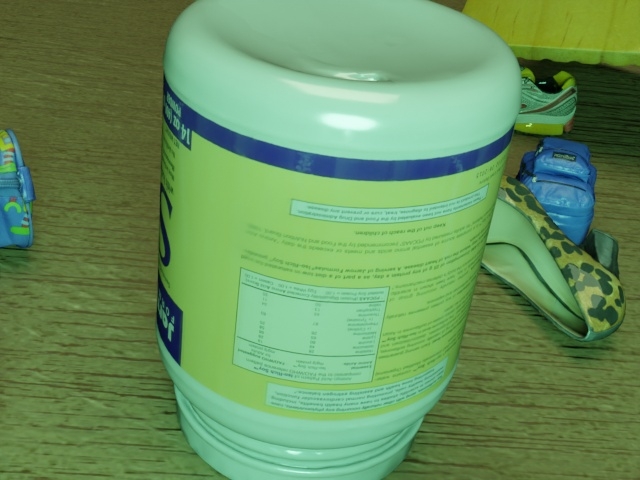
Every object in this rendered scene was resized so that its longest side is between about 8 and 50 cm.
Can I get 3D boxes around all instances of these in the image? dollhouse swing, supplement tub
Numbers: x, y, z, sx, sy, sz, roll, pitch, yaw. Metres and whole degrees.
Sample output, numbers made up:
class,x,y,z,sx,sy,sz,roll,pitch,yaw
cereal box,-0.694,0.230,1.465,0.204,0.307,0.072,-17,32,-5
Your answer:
class,x,y,z,sx,sy,sz,roll,pitch,yaw
dollhouse swing,0.427,-0.284,1.385,0.347,0.305,0.315,10,58,26
supplement tub,0.000,0.000,0.691,0.241,0.331,0.241,6,31,-4

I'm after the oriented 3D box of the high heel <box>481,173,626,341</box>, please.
class,x,y,z,sx,sy,sz,roll,pitch,yaw
high heel,0.181,0.011,0.939,0.261,0.093,0.186,18,31,7

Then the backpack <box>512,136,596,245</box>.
class,x,y,z,sx,sy,sz,roll,pitch,yaw
backpack,0.264,-0.055,1.059,0.098,0.101,0.120,8,35,14

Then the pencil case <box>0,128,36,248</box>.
class,x,y,z,sx,sy,sz,roll,pitch,yaw
pencil case,-0.410,-0.022,0.836,0.306,0.119,0.133,-14,9,-31

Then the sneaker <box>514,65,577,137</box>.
class,x,y,z,sx,sy,sz,roll,pitch,yaw
sneaker,0.253,-0.205,1.303,0.225,0.092,0.088,-1,33,-13
